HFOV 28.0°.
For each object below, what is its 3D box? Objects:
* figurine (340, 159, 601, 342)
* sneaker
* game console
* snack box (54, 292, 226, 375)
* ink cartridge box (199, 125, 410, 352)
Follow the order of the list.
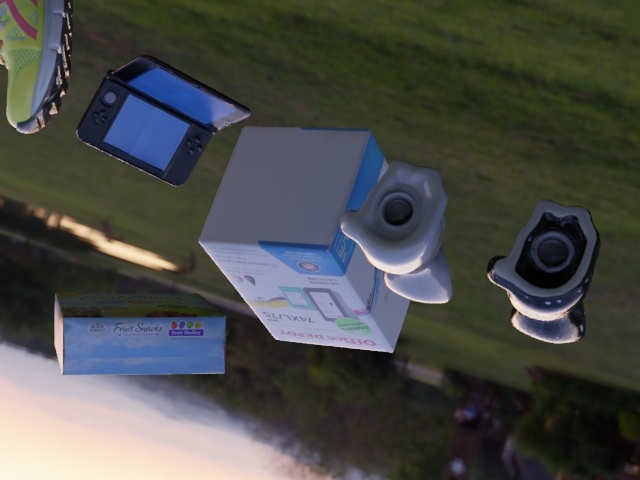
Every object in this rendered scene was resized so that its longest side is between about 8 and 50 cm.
[{"bbox_3d":[0.138,0.026,1.141,0.215,0.092,0.209,17,163,17],"label":"figurine"},{"bbox_3d":[-0.235,-0.182,0.970,0.094,0.208,0.081,0,168,-9],"label":"sneaker"},{"bbox_3d":[-0.172,-0.128,1.403,0.144,0.124,0.085,27,-173,-29],"label":"game console"},{"bbox_3d":[-0.207,0.101,1.437,0.175,0.070,0.207,1,-177,-15],"label":"snack box"},{"bbox_3d":[0.000,0.000,1.772,0.198,0.197,0.270,4,149,27],"label":"ink cartridge box"}]
